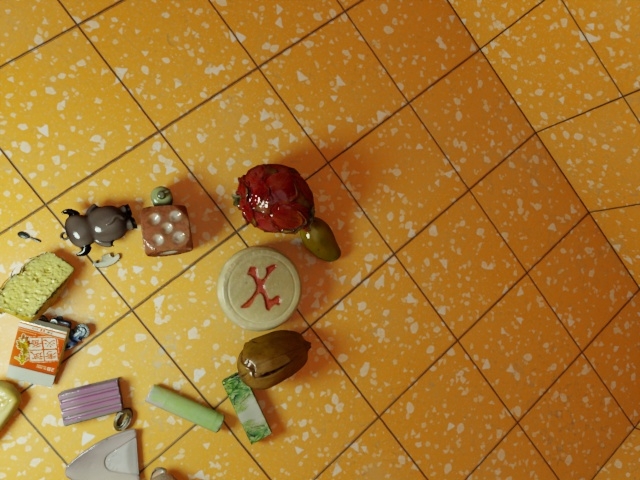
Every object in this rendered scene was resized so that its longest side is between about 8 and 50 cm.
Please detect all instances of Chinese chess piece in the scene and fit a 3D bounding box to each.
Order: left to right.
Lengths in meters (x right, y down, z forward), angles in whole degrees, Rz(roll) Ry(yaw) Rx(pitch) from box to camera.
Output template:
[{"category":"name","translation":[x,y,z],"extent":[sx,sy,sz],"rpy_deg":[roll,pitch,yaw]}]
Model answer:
[{"category":"Chinese chess piece","translation":[-0.240,0.189,1.913],"extent":[0.337,0.140,0.338],"rpy_deg":[1,85,-15]}]

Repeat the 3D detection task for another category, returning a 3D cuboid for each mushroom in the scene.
[{"category":"mushroom","translation":[-0.805,0.076,1.820],"extent":[0.101,0.019,0.049],"rpy_deg":[-18,92,-19]}]

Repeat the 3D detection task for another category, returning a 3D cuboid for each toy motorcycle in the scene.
[{"category":"toy motorcycle","translation":[-0.945,0.336,1.735],"extent":[0.204,0.076,0.114],"rpy_deg":[16,88,-14]}]

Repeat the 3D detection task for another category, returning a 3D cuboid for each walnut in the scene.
[{"category":"walnut","translation":[-0.172,0.453,1.886],"extent":[0.336,0.209,0.209],"rpy_deg":[-12,89,-37]}]

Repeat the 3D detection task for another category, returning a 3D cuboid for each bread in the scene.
[{"category":"bread","translation":[-1.130,0.582,1.644],"extent":[0.147,0.098,0.217],"rpy_deg":[39,79,-11]},{"category":"bread","translation":[-0.996,0.175,1.684],"extent":[0.160,0.147,0.261],"rpy_deg":[27,45,-10]}]

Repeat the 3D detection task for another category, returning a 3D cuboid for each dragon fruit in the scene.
[{"category":"dragon fruit","translation":[-0.176,-0.160,1.891],"extent":[0.342,0.277,0.278],"rpy_deg":[9,83,2]}]

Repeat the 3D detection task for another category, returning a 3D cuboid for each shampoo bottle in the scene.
[{"category":"shampoo bottle","translation":[-0.600,-0.162,1.824],"extent":[0.079,0.162,0.079],"rpy_deg":[1,86,-16]}]

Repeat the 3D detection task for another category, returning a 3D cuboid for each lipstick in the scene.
[{"category":"lipstick","translation":[-0.510,0.639,1.833],"extent":[0.304,0.076,0.076],"rpy_deg":[29,78,-11]}]

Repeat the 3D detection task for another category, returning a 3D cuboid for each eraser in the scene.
[{"category":"eraser","translation":[-0.988,0.393,1.689],"extent":[0.157,0.038,0.230],"rpy_deg":[18,103,-13]},{"category":"eraser","translation":[-0.786,0.802,1.746],"extent":[0.243,0.059,0.205],"rpy_deg":[-3,87,-20]}]

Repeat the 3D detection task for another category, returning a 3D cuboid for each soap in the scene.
[{"category":"soap","translation":[-0.828,0.581,1.748],"extent":[0.203,0.065,0.122],"rpy_deg":[-10,89,-17]}]

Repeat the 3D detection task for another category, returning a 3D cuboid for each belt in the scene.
[{"category":"belt","translation":[-0.732,0.661,1.786],"extent":[0.059,0.036,0.083],"rpy_deg":[31,76,-11]}]

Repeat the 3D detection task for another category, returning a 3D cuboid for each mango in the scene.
[{"category":"mango","translation":[0.000,0.000,2.024],"extent":[0.136,0.099,0.227],"rpy_deg":[-45,107,-21]}]

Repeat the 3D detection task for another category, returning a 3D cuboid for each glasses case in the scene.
[{"category":"glasses case","translation":[-0.289,0.654,1.902],"extent":[0.095,0.062,0.272],"rpy_deg":[-24,92,-11]}]

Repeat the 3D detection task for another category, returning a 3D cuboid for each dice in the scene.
[{"category":"dice","translation":[-0.580,-0.036,1.819],"extent":[0.174,0.174,0.179],"rpy_deg":[-10,84,-16]}]

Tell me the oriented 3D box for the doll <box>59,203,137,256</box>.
[{"category":"doll","translation":[-0.819,-0.054,1.775],"extent":[0.257,0.117,0.182],"rpy_deg":[-22,90,-17]}]

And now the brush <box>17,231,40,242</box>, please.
[{"category":"brush","translation":[-1.061,-0.010,1.758],"extent":[0.083,0.008,0.024],"rpy_deg":[25,76,-13]}]

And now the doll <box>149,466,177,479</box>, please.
[{"category":"doll","translation":[-0.606,0.989,1.758],"extent":[0.303,0.156,0.201],"rpy_deg":[-49,59,6]}]
